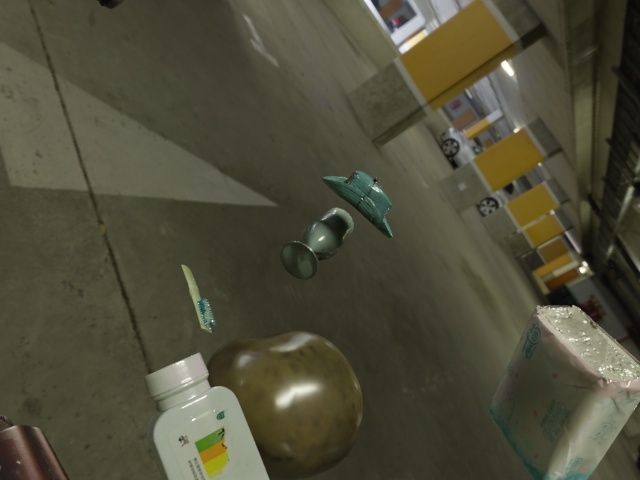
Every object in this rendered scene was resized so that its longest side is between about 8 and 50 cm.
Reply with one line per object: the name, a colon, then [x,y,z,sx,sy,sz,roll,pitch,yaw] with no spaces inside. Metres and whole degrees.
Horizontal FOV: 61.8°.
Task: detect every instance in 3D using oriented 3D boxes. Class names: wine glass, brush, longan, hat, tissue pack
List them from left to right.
brush: [-0.122,0.055,0.531,0.016,0.013,0.084,42,14,-52]
longan: [-0.089,0.392,1.297,0.404,0.336,0.405,21,35,-15]
wine glass: [0.000,0.000,1.169,0.093,0.093,0.202,55,39,-6]
hat: [0.097,-0.091,1.087,0.191,0.078,0.138,40,14,-5]
tissue pack: [0.424,0.276,0.948,0.124,0.271,0.201,-2,32,-22]

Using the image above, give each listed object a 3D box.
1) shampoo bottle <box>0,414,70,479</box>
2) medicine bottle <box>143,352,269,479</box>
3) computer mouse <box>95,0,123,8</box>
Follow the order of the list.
shampoo bottle: [-0.303,0.265,0.516,0.323,0.129,0.084,17,-36,50]
medicine bottle: [-0.204,0.352,0.930,0.161,0.111,0.296,-18,81,-33]
computer mouse: [-0.210,-0.316,0.508,0.264,0.088,0.147,-86,-177,-58]
